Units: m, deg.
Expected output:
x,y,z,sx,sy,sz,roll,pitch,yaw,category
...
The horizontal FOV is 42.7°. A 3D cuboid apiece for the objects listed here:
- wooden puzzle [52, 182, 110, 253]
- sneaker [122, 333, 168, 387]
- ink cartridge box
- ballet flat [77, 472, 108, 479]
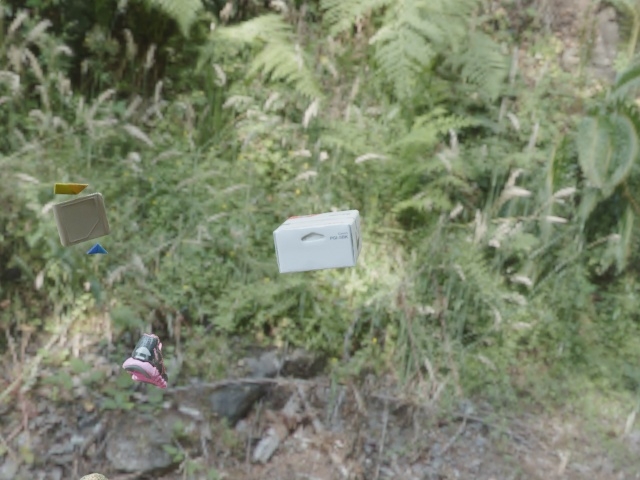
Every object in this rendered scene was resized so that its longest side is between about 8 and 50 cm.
x,y,z,sx,sy,sz,roll,pitch,yaw,category
-0.352,-0.032,1.207,0.078,0.116,0.014,-10,20,-25,wooden puzzle
-0.209,0.148,1.015,0.047,0.057,0.119,13,-21,1,sneaker
0.000,0.000,1.063,0.099,0.056,0.135,-5,9,8,ink cartridge box
-0.334,0.541,1.052,0.182,0.164,0.483,0,48,29,ballet flat
